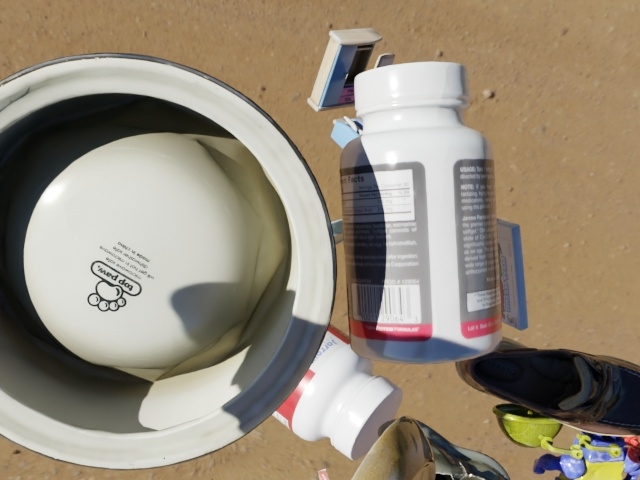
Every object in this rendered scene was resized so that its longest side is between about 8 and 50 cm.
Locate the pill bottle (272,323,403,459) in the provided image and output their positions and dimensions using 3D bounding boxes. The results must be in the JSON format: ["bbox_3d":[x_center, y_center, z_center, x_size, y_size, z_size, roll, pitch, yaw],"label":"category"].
[{"bbox_3d":[-0.039,0.272,1.540,0.407,0.229,0.229,32,72,26],"label":"pill bottle"}]

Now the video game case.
[{"bbox_3d":[0.244,0.038,1.059,0.019,0.143,0.157,-18,110,-23],"label":"video game case"}]

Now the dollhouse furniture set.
[{"bbox_3d":[0.167,-0.340,1.738,0.286,0.198,0.303,-17,54,-37],"label":"dollhouse furniture set"}]

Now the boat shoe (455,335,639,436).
[{"bbox_3d":[0.373,0.219,1.069,0.341,0.123,0.123,17,89,3],"label":"boat shoe"}]

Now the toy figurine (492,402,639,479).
[{"bbox_3d":[0.453,0.389,1.206,0.362,0.191,0.217,3,107,-21],"label":"toy figurine"}]

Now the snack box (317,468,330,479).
[{"bbox_3d":[0.034,0.615,1.653,0.022,0.064,0.178,-19,60,-7],"label":"snack box"}]

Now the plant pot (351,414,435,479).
[{"bbox_3d":[0.039,0.253,0.561,0.032,0.236,0.236,19,72,23],"label":"plant pot"}]

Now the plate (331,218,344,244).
[{"bbox_3d":[0.000,0.000,1.451,0.188,0.188,0.024,-20,81,-13],"label":"plate"}]

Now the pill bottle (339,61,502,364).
[{"bbox_3d":[0.112,-0.032,0.828,0.176,0.176,0.319,-4,93,-9],"label":"pill bottle"}]

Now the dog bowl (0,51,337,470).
[{"bbox_3d":[-0.193,0.017,0.749,0.407,0.150,0.408,-2,104,-6],"label":"dog bowl"}]

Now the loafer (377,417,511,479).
[{"bbox_3d":[0.177,0.341,1.036,0.251,0.094,0.087,32,44,-24],"label":"loafer"}]
